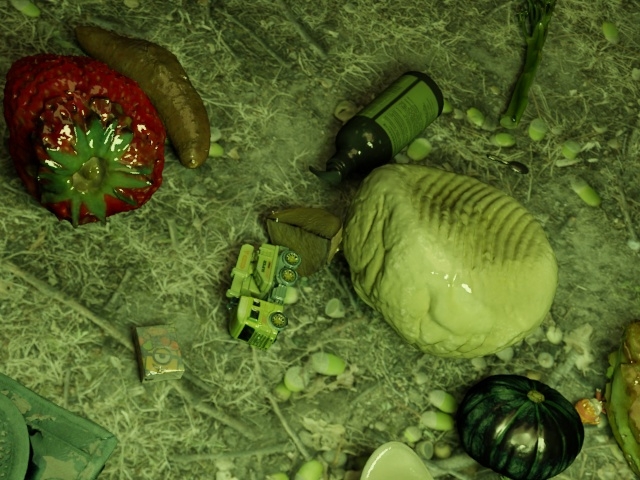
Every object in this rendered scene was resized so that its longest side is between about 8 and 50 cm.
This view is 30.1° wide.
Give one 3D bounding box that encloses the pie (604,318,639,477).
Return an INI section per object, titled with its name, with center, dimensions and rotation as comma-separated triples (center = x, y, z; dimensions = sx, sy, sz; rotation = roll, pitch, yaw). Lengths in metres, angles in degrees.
[pie]
center = 0.598, 0.283, 1.913
dimensions = 0.288, 0.103, 0.355
rotation = -17, 77, -32

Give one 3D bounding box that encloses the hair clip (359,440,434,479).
[hair clip]
center = 0.122, 0.435, 1.678
dimensions = 0.172, 0.113, 0.282
rotation = -3, 61, -19

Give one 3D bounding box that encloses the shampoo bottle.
[shampoo bottle]
center = 0.098, -0.186, 2.063
dimensions = 0.101, 0.101, 0.284
rotation = 41, 56, 10

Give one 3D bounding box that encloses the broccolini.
[broccolini]
center = 0.391, -0.373, 2.302
dimensions = 0.079, 0.074, 0.392
rotation = 51, 48, -35

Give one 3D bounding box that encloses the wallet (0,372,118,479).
[wallet]
center = -0.453, 0.343, 1.583
dimensions = 0.237, 0.075, 0.342
rotation = 28, 56, 4

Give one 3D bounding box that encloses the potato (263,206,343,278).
[potato]
center = 0.000, 0.000, 1.896
dimensions = 0.089, 0.101, 0.172
rotation = -28, 26, -33

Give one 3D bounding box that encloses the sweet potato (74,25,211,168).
[sweet potato]
center = -0.279, -0.266, 2.001
dimensions = 0.114, 0.092, 0.341
rotation = -37, 74, -15

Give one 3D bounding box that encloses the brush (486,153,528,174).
[brush]
center = 0.342, -0.140, 2.167
dimensions = 0.083, 0.008, 0.024
rotation = 21, 59, -4

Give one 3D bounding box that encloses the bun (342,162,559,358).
[bun]
center = 0.190, 0.041, 1.867
dimensions = 0.352, 0.227, 0.349
rotation = 29, 30, 7

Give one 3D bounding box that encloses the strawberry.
[strawberry]
center = -0.365, -0.177, 1.841
dimensions = 0.238, 0.250, 0.288
rotation = -4, 35, -13

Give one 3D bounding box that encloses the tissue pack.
[tissue pack]
center = -0.243, 0.168, 1.777
dimensions = 0.063, 0.035, 0.083
rotation = -6, 62, -21

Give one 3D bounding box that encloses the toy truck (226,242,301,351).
[toy truck]
center = -0.096, 0.080, 1.852
dimensions = 0.100, 0.077, 0.169
rotation = 18, 57, -9

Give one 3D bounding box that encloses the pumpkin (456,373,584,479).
[pumpkin]
center = 0.303, 0.282, 1.808
dimensions = 0.194, 0.150, 0.194
rotation = 16, 50, -20

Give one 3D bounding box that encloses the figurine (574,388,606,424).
[figurine]
center = 0.456, 0.271, 1.927
dimensions = 0.109, 0.047, 0.064
rotation = -10, 55, -33
